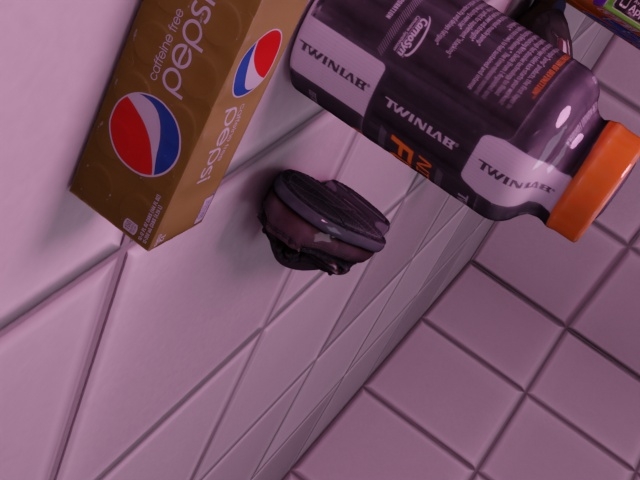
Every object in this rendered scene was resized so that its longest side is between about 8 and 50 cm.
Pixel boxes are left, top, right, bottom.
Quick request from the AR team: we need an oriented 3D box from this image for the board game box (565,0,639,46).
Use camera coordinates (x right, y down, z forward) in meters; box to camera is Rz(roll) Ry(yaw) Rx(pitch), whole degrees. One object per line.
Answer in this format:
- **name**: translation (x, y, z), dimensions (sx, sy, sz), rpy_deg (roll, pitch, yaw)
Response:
- **board game box**: translation (0.573, -0.376, 1.299), dimensions (0.356, 0.356, 0.356), rpy_deg (-57, -173, 16)

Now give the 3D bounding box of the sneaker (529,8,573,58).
- **sneaker**: translation (0.233, -0.174, 1.332), dimensions (0.106, 0.162, 0.281), rpy_deg (-94, -173, -52)

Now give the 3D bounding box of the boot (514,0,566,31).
- **boot**: translation (0.311, -0.278, 1.446), dimensions (0.106, 0.082, 0.219), rpy_deg (-51, 167, -2)

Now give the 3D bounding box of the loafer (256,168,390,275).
- **loafer**: translation (0.000, 0.000, 0.951), dimensions (0.095, 0.109, 0.302), rpy_deg (-52, 172, 9)

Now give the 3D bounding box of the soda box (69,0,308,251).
- **soda box**: translation (-0.066, -0.087, 0.526), dimensions (0.058, 0.061, 0.181), rpy_deg (-35, 157, -58)

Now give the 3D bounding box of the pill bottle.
- **pill bottle**: translation (0.109, -0.101, 0.725), dimensions (0.130, 0.245, 0.130), rpy_deg (-51, 168, -16)
